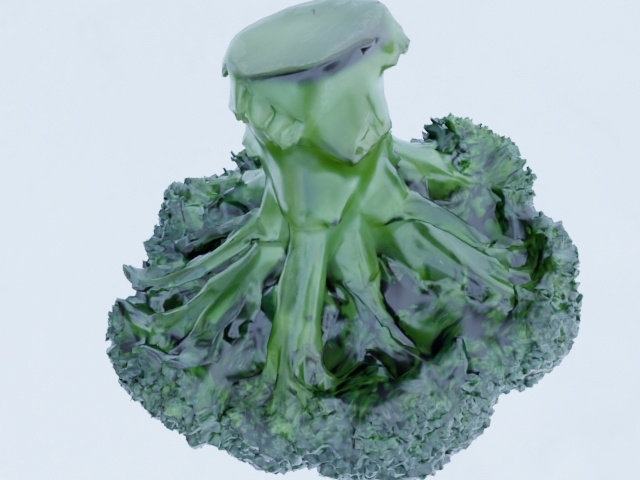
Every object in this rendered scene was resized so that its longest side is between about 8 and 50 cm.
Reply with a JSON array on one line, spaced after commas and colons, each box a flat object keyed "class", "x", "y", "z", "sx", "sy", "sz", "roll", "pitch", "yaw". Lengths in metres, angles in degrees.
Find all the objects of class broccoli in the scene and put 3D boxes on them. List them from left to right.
[{"class": "broccoli", "x": 0.000, "y": 0.000, "z": 0.654, "sx": 0.298, "sy": 0.297, "sz": 0.297, "roll": 2, "pitch": 130, "yaw": 24}]
